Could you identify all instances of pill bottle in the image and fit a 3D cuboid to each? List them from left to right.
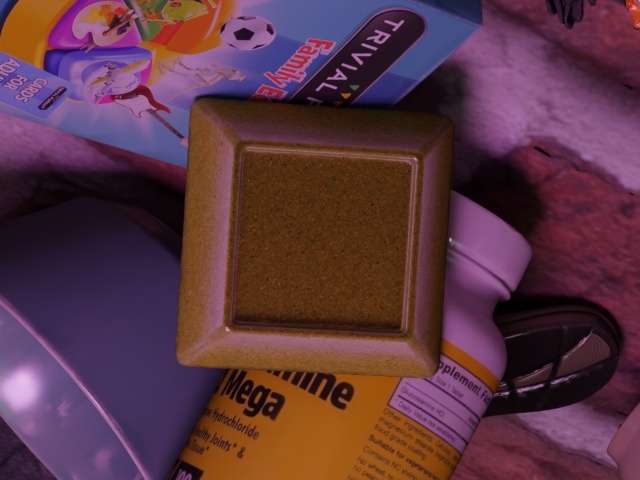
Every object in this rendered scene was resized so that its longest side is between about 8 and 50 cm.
[{"bbox_3d":[0.022,0.121,1.490,0.188,0.334,0.188,28,171,5],"label":"pill bottle"}]

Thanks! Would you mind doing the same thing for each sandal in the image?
[{"bbox_3d":[0.096,0.095,1.655,0.303,0.086,0.120,-5,131,5],"label":"sandal"}]

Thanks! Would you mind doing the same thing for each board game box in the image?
[{"bbox_3d":[-0.099,-0.158,1.353,0.336,0.079,0.254,16,145,-27],"label":"board game box"}]

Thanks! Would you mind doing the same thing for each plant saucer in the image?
[{"bbox_3d":[0.000,0.000,1.367,0.188,0.188,0.045,3,-178,-8],"label":"plant saucer"}]

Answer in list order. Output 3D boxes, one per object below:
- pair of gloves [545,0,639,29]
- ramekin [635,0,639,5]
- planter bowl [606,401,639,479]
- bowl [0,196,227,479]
[{"bbox_3d":[0.193,-0.173,1.355,0.083,0.010,0.074,4,139,18],"label":"pair of gloves"},{"bbox_3d":[0.253,-0.211,1.166,0.207,0.109,0.207,21,136,22],"label":"ramekin"},{"bbox_3d":[0.303,0.169,1.612,0.109,0.162,0.162,40,144,16],"label":"planter bowl"},{"bbox_3d":[-0.173,0.086,1.629,0.311,0.163,0.311,40,157,21],"label":"bowl"}]
